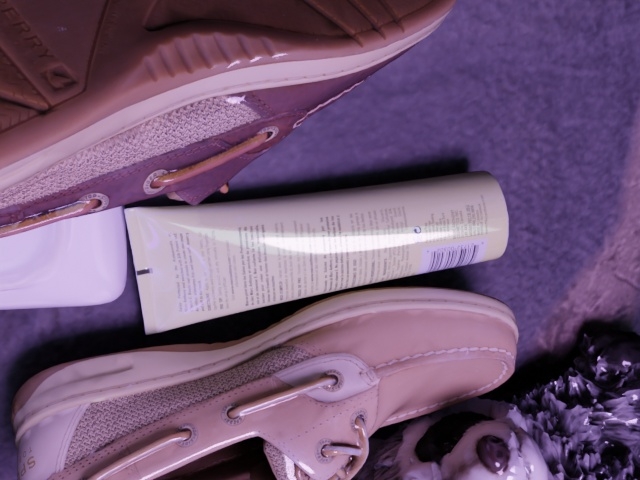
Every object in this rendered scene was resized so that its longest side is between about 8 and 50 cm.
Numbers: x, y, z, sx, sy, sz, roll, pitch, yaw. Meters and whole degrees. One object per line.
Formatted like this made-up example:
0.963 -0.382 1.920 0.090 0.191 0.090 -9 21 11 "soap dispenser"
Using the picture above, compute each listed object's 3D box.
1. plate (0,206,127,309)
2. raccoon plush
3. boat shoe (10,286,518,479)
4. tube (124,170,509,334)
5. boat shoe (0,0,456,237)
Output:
-0.235 -0.067 0.432 0.277 0.045 0.278 -4 118 -19 "plate"
0.182 0.278 0.704 0.299 0.216 0.447 -18 123 -3 "raccoon plush"
-0.019 0.121 0.564 0.340 0.110 0.122 -12 142 -11 "boat shoe"
0.000 0.000 0.560 0.240 0.062 0.070 -11 80 -11 "tube"
-0.076 -0.080 0.429 0.342 0.123 0.123 -31 165 -34 "boat shoe"
